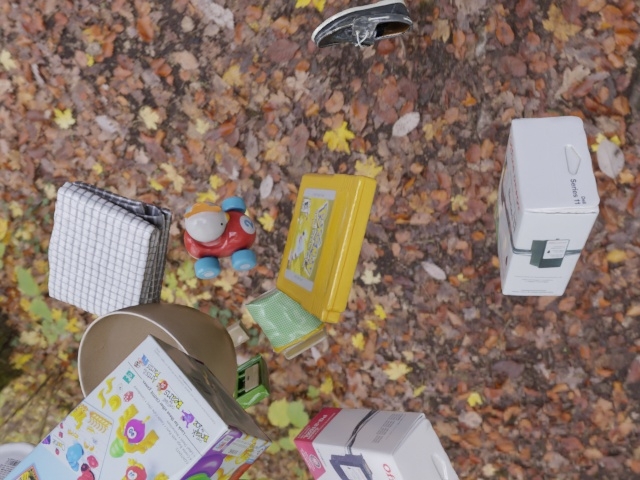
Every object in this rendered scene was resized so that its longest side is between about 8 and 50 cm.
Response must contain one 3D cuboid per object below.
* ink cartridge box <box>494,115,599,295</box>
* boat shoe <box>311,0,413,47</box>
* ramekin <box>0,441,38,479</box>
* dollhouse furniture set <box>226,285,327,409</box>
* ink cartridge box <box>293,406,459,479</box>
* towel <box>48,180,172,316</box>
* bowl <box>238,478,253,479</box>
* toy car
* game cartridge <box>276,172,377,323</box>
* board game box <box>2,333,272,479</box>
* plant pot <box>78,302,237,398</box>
[{"bbox_3d":[0.288,-0.040,0.780,0.087,0.153,0.208,0,147,9],"label":"ink cartridge box"},{"bbox_3d":[0.096,-0.482,1.348,0.233,0.079,0.084,-17,167,-5],"label":"boat shoe"},{"bbox_3d":[-0.471,0.398,0.872,0.207,0.207,0.109,-5,120,14],"label":"ramekin"},{"bbox_3d":[-0.141,0.268,1.554,0.301,0.151,0.197,-32,111,7],"label":"dollhouse furniture set"},{"bbox_3d":[0.093,0.377,0.976,0.237,0.100,0.172,-14,107,48],"label":"ink cartridge box"},{"bbox_3d":[-0.447,0.025,1.255,0.235,0.121,0.283,22,118,9],"label":"towel"},{"bbox_3d":[-0.165,0.641,1.104,0.391,0.077,0.391,0,89,-12],"label":"bowl"},{"bbox_3d":[-0.294,-0.044,1.660,0.210,0.219,0.238,-12,156,-5],"label":"toy car"},{"bbox_3d":[0.000,0.000,1.231,0.053,0.324,0.285,13,92,-19],"label":"game cartridge"},{"bbox_3d":[-0.213,0.263,0.638,0.144,0.275,0.142,41,171,27],"label":"board game box"},{"bbox_3d":[-0.262,0.230,1.069,0.284,0.191,0.284,7,107,25],"label":"plant pot"}]
